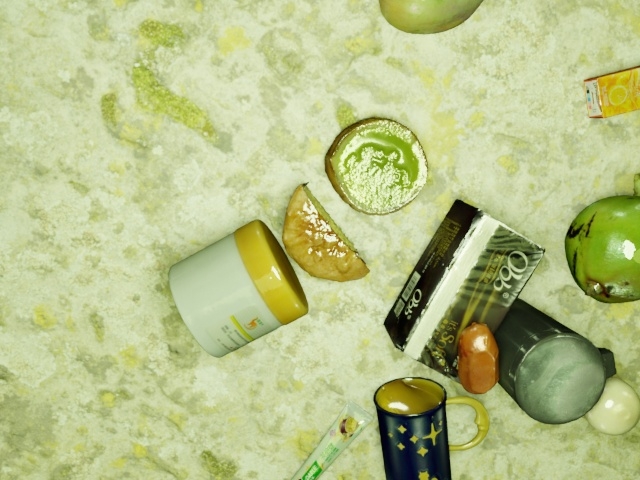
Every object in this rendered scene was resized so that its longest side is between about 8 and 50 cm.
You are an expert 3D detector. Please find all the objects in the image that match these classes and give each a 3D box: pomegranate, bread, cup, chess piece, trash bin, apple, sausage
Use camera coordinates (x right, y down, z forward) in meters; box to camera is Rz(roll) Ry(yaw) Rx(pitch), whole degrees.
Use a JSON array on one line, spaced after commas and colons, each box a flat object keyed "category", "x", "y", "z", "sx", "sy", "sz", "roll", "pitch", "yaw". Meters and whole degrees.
[{"category": "pomegranate", "x": 0.700, "y": -0.007, "z": 1.414, "sx": 0.261, "sy": 0.260, "sz": 0.340, "roll": 32, "pitch": 69, "yaw": -10}, {"category": "bread", "x": -0.010, "y": 0.001, "z": 1.416, "sx": 0.134, "sy": 0.129, "sz": 0.260, "roll": -35, "pitch": 101, "yaw": 5}, {"category": "bread", "x": 0.127, "y": -0.168, "z": 1.417, "sx": 0.236, "sy": 0.070, "sz": 0.236, "roll": -1, "pitch": 104, "yaw": -4}, {"category": "cup", "x": 0.268, "y": 0.487, "z": 1.499, "sx": 0.255, "sy": 0.178, "sz": 0.256, "roll": -2, "pitch": 106, "yaw": 24}, {"category": "chess piece", "x": 0.623, "y": 0.343, "z": 1.448, "sx": 0.167, "sy": 0.299, "sz": 0.166, "roll": 0, "pitch": 102, "yaw": -2}, {"category": "trash bin", "x": 0.479, "y": 0.259, "z": 1.419, "sx": 0.252, "sy": 0.301, "sz": 0.202, "roll": -16, "pitch": 102, "yaw": -4}, {"category": "apple", "x": 0.259, "y": -0.542, "z": 1.325, "sx": 0.265, "sy": 0.120, "sz": 0.193, "roll": -17, "pitch": 114, "yaw": 2}, {"category": "sausage", "x": 0.333, "y": 0.257, "z": 1.312, "sx": 0.089, "sy": 0.089, "sz": 0.179, "roll": -12, "pitch": 117, "yaw": -1}]

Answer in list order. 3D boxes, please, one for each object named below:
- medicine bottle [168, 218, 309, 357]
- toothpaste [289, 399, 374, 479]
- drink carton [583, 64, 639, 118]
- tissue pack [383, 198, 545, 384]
[{"category": "medicine bottle", "x": -0.177, "y": 0.107, "z": 1.370, "sx": 0.232, "sy": 0.238, "sz": 0.237, "roll": -28, "pitch": 103, "yaw": 4}, {"category": "toothpaste", "x": 0.009, "y": 0.547, "z": 1.578, "sx": 0.314, "sy": 0.056, "sz": 0.058, "roll": -52, "pitch": 141, "yaw": 4}, {"category": "drink carton", "x": 0.727, "y": -0.350, "z": 1.420, "sx": 0.223, "sy": 0.071, "sz": 0.096, "roll": -13, "pitch": 102, "yaw": -1}, {"category": "tissue pack", "x": 0.311, "y": 0.112, "z": 1.422, "sx": 0.198, "sy": 0.210, "sz": 0.370, "roll": 28, "pitch": 100, "yaw": -14}]
